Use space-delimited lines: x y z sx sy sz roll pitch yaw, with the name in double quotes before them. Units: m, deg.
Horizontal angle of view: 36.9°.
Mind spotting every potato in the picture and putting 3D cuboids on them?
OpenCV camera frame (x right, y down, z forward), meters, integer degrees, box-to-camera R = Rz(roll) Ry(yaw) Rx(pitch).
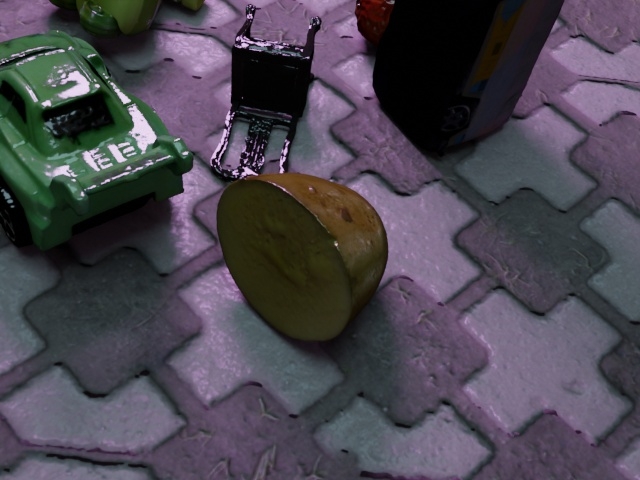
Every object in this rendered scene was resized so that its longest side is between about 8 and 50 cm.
"potato" 0.000 0.000 1.088 0.203 0.178 0.158 26 35 29

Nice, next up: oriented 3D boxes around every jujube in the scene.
"jujube" 0.137 -0.323 1.390 0.176 0.109 0.112 9 84 -9

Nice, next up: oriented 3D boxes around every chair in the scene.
"chair" -0.071 -0.190 1.253 0.106 0.113 0.229 10 49 2

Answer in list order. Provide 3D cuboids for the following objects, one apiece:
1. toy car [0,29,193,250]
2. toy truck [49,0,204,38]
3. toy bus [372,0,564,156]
"toy car" -0.301 -0.131 1.128 0.213 0.176 0.358 -25 59 -26
"toy truck" -0.278 -0.381 1.356 0.187 0.148 0.210 31 32 16
"toy bus" 0.206 -0.305 1.209 0.162 0.386 0.171 -21 59 -28
